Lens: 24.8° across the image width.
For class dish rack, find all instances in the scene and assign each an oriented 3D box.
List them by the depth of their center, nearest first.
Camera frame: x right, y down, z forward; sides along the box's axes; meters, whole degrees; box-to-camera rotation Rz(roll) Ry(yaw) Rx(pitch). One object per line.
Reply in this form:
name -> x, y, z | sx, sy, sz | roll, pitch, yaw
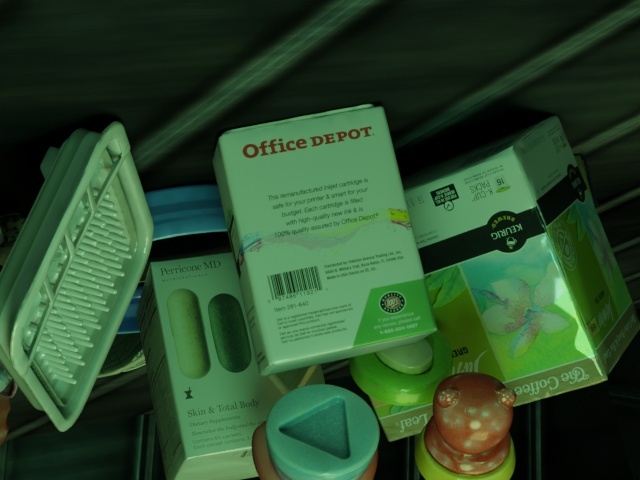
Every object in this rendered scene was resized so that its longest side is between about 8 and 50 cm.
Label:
dish rack -> -0.283, 0.040, 1.616 | 0.072, 0.286, 0.333 | 16, 158, 10

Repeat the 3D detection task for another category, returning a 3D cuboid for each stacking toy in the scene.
stacking toy -> 0.065, 0.174, 1.728 | 0.308, 0.280, 0.130 | -8, 136, -12

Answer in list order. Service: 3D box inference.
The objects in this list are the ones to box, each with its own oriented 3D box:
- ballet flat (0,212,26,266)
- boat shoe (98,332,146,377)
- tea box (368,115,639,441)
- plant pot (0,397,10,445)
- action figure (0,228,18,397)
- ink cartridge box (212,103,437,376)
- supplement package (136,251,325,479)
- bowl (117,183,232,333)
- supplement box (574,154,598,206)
ballet flat -> -0.425, 0.023, 1.846 | 0.070, 0.070, 0.188 | -2, 163, -42
boat shoe -> -0.303, 0.157, 2.451 | 0.320, 0.118, 0.103 | -22, 162, 6
tea box -> 0.205, 0.052, 1.949 | 0.329, 0.324, 0.220 | -21, -174, 28
plant pot -> -0.652, 0.271, 2.287 | 0.265, 0.272, 0.272 | -12, 170, -44
action figure -> -0.411, 0.050, 1.703 | 0.275, 0.248, 0.370 | -43, 148, 9
ink cartridge box -> 0.000, 0.000, 1.715 | 0.201, 0.278, 0.117 | -11, 170, -12
supplement package -> -0.119, 0.170, 1.929 | 0.199, 0.263, 0.198 | -8, 160, -15
bowl -> -0.207, 0.028, 1.992 | 0.391, 0.077, 0.391 | -12, 161, -4
supplement box -> 0.360, -0.080, 2.188 | 0.083, 0.083, 0.056 | -4, 165, -34
